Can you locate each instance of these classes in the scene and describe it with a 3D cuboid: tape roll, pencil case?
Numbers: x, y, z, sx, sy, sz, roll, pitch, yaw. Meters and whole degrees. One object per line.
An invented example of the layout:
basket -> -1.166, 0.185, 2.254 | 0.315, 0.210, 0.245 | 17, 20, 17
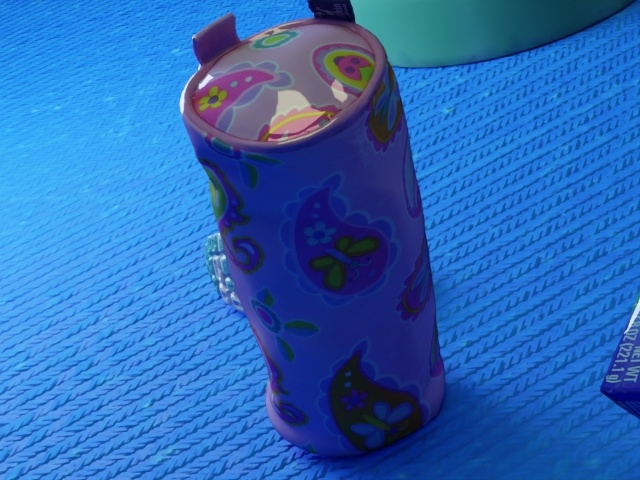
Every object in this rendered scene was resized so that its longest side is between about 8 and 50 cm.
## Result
tape roll -> 0.160, -0.266, 1.725 | 0.321, 0.077, 0.321 | -16, 26, 8
pencil case -> 0.000, 0.000, 1.097 | 0.124, 0.284, 0.124 | -8, 44, 7

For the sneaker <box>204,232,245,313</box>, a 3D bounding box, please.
sneaker -> -0.007, 0.018, 1.335 | 0.166, 0.065, 0.076 | 7, 20, 37

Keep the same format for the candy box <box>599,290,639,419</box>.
candy box -> 0.315, -0.016, 0.898 | 0.317, 0.122, 0.268 | -9, 52, 58
